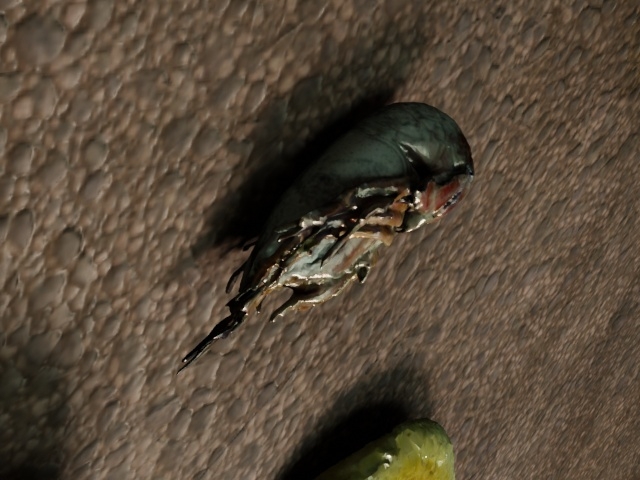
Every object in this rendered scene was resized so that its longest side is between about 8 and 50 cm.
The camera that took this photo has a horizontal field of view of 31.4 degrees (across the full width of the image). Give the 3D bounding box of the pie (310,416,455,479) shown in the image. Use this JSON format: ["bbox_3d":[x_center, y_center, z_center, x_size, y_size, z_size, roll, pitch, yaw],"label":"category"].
[{"bbox_3d":[0.020,0.264,0.952,0.277,0.078,0.277,-33,137,-37],"label":"pie"}]

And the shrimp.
[{"bbox_3d":[0.000,0.000,0.665,0.233,0.079,0.090,-41,-175,-20],"label":"shrimp"}]
